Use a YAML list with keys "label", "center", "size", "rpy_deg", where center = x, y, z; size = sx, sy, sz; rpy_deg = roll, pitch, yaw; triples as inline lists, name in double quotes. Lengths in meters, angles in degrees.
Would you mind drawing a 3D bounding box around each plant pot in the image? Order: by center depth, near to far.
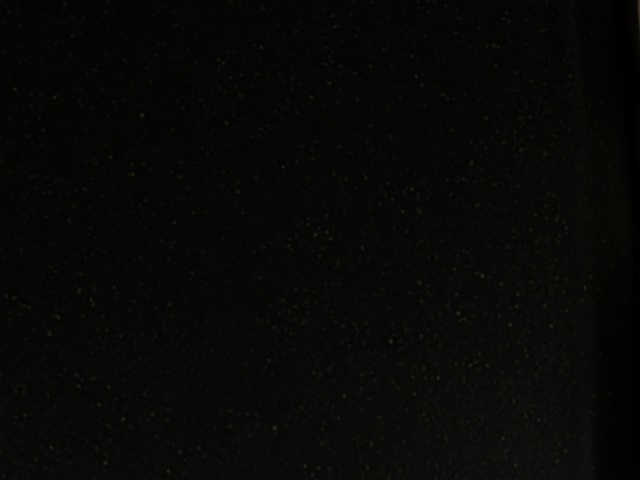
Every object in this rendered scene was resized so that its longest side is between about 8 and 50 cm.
- label: "plant pot"
  center: [-0.028, 0.026, 0.401]
  size: [0.187, 0.188, 0.167]
  rpy_deg: [97, 161, -62]
